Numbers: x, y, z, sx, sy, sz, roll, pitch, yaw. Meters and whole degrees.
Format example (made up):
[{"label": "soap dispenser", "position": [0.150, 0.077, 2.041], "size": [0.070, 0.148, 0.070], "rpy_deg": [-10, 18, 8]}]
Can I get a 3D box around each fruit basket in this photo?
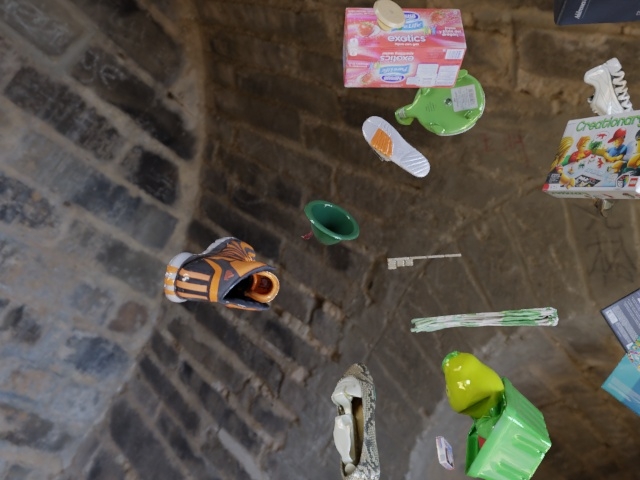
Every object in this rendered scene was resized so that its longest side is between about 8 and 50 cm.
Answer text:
[{"label": "fruit basket", "position": [0.498, 0.530, 1.919], "size": [0.392, 0.282, 0.392], "rpy_deg": [27, 9, -5]}]

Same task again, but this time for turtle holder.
[{"label": "turtle holder", "position": [0.470, -0.500, 2.397], "size": [0.243, 0.320, 0.227], "rpy_deg": [52, 15, 6]}]

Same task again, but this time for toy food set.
[{"label": "toy food set", "position": [0.154, -0.502, 1.391], "size": [0.020, 0.083, 0.083], "rpy_deg": [-47, -118, 54]}]

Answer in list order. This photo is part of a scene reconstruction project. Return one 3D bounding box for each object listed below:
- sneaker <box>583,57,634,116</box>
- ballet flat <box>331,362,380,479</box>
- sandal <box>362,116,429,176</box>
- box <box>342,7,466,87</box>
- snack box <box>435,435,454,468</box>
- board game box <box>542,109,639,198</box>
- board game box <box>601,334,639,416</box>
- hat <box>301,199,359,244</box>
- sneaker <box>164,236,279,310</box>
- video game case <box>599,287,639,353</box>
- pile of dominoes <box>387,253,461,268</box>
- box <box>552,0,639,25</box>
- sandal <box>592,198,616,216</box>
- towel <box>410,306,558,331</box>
[{"label": "sneaker", "position": [0.911, -0.417, 1.957], "size": [0.292, 0.118, 0.110], "rpy_deg": [65, 23, -17]}, {"label": "ballet flat", "position": [0.118, 0.652, 2.293], "size": [0.182, 0.164, 0.482], "rpy_deg": [32, 42, -39]}, {"label": "sandal", "position": [0.237, -0.292, 2.053], "size": [0.265, 0.102, 0.076], "rpy_deg": [42, -18, 2]}, {"label": "box", "position": [0.211, -0.501, 1.635], "size": [0.300, 0.142, 0.154], "rpy_deg": [0, -29, -1]}, {"label": "snack box", "position": [0.331, 0.567, 1.660], "size": [0.022, 0.064, 0.178], "rpy_deg": [-12, -29, 13]}, {"label": "board game box", "position": [0.655, -0.193, 1.432], "size": [0.053, 0.192, 0.305], "rpy_deg": [22, -3, -18]}, {"label": "board game box", "position": [1.016, 0.368, 1.781], "size": [0.079, 0.336, 0.254], "rpy_deg": [20, 16, -41]}, {"label": "hat", "position": [0.000, 0.000, 1.836], "size": [0.173, 0.183, 0.208], "rpy_deg": [39, 30, 13]}, {"label": "sneaker", "position": [-0.156, 0.077, 1.240], "size": [0.180, 0.124, 0.321], "rpy_deg": [11, 13, 15]}, {"label": "video game case", "position": [1.142, 0.261, 2.166], "size": [0.196, 0.274, 0.026], "rpy_deg": [60, 0, 8]}, {"label": "pile of dominoes", "position": [0.366, 0.075, 2.227], "size": [0.251, 0.040, 0.196], "rpy_deg": [-4, -2, 7]}, {"label": "box", "position": [0.716, -0.662, 1.160], "size": [0.472, 0.297, 0.480], "rpy_deg": [-2, -13, 8]}, {"label": "sandal", "position": [0.852, -0.134, 1.877], "size": [0.060, 0.219, 0.089], "rpy_deg": [11, -60, 28]}, {"label": "towel", "position": [0.397, 0.197, 1.499], "size": [0.325, 0.038, 0.248], "rpy_deg": [-8, -11, 20]}]
